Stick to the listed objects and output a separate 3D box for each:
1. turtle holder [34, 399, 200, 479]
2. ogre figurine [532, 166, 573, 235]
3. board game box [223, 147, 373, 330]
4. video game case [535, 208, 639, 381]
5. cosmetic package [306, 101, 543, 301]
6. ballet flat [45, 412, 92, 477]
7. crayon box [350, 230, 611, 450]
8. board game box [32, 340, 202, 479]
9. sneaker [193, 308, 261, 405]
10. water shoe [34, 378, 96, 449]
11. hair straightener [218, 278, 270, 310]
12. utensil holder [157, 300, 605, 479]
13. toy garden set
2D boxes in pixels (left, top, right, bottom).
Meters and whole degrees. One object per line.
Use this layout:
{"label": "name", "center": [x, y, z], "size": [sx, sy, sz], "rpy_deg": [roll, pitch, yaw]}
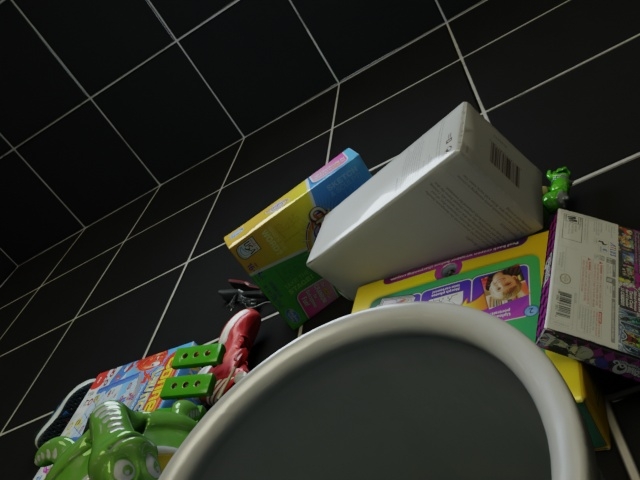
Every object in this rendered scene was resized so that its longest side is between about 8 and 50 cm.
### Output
{"label": "turtle holder", "center": [-0.214, 0.338, 0.773], "size": [0.320, 0.243, 0.227], "rpy_deg": [-61, 41, 22]}
{"label": "ogre figurine", "center": [0.361, -0.051, 1.084], "size": [0.197, 0.097, 0.118], "rpy_deg": [-16, 18, 13]}
{"label": "board game box", "center": [0.000, 0.000, 1.263], "size": [0.316, 0.242, 0.064], "rpy_deg": [-37, 27, -3]}
{"label": "video game case", "center": [0.385, 0.071, 0.762], "size": [0.210, 0.042, 0.232], "rpy_deg": [18, 45, 9]}
{"label": "cosmetic package", "center": [0.169, -0.032, 1.046], "size": [0.365, 0.197, 0.155], "rpy_deg": [-36, 23, 40]}
{"label": "ballet flat", "center": [-0.414, 0.351, 1.040], "size": [0.173, 0.049, 0.057], "rpy_deg": [-44, 7, 16]}
{"label": "crayon box", "center": [0.201, 0.162, 0.890], "size": [0.362, 0.106, 0.313], "rpy_deg": [-19, 32, 30]}
{"label": "board game box", "center": [-0.400, 0.381, 1.266], "size": [0.301, 0.086, 0.308], "rpy_deg": [-22, 28, 26]}
{"label": "sneaker", "center": [-0.156, 0.243, 1.239], "size": [0.128, 0.087, 0.221], "rpy_deg": [6, 58, 43]}
{"label": "water shoe", "center": [-0.617, 0.415, 1.489], "size": [0.080, 0.073, 0.203], "rpy_deg": [-1, 40, 53]}
{"label": "hair straightener", "center": [-0.179, 0.144, 1.473], "size": [0.230, 0.047, 0.089], "rpy_deg": [7, 47, 49]}
{"label": "utensil holder", "center": [0.097, 0.295, 0.459], "size": [0.327, 0.385, 0.328], "rpy_deg": [-28, 25, 15]}
{"label": "toy garden set", "center": [-0.204, 0.302, 1.118], "size": [0.203, 0.049, 0.244], "rpy_deg": [-10, 43, 22]}
